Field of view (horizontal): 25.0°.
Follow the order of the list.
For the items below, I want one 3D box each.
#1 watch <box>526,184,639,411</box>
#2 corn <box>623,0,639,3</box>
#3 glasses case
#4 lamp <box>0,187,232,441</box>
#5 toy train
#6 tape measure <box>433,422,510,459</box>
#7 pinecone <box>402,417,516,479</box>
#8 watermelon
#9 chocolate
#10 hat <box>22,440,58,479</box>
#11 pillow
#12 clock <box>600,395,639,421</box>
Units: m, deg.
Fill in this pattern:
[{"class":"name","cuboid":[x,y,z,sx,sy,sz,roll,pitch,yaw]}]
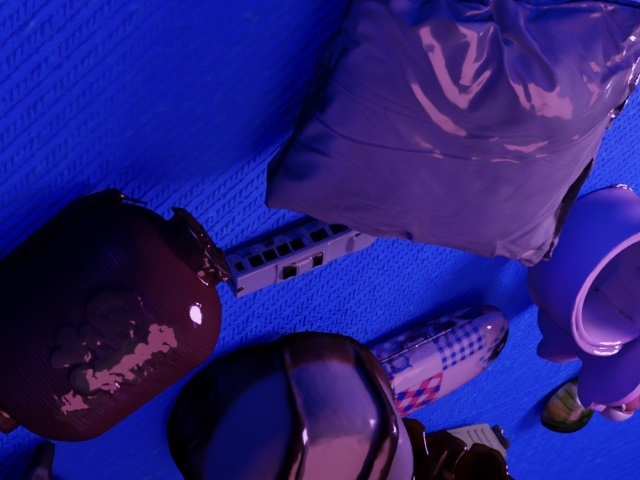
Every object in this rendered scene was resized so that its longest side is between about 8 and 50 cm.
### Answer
[{"class":"watch","cuboid":[0.351,0.058,1.837,0.248,0.211,0.217,-47,133,7]},{"class":"corn","cuboid":[0.228,-0.145,1.428,0.127,0.126,0.335,-25,155,-17]},{"class":"glasses case","cuboid":[0.094,0.174,1.821,0.327,0.076,0.125,-24,147,-17]},{"class":"lamp","cuboid":[-0.201,0.068,1.250,0.258,0.180,0.180,-34,152,4]},{"class":"toy train","cuboid":[0.000,0.000,1.478,0.208,0.047,0.043,-23,152,-18]},{"class":"tape measure","cuboid":[0.178,0.346,2.174,0.177,0.087,0.154,0,143,-44]},{"class":"pinecone","cuboid":[0.115,0.414,1.896,0.398,0.397,0.397,-26,151,-15]},{"class":"watermelon","cuboid":[0.405,0.271,2.325,0.105,0.062,0.105,-30,147,-22]},{"class":"chocolate","cuboid":[-0.023,0.256,1.633,0.284,0.186,0.283,-12,132,-13]},{"class":"hat","cuboid":[-0.368,0.413,1.587,0.366,0.257,0.381,-34,133,4]},{"class":"pillow","cuboid":[0.127,-0.112,1.261,0.283,0.138,0.310,15,131,-12]},{"class":"clock","cuboid":[0.520,0.220,2.324,0.162,0.092,0.166,-31,153,-14]}]
